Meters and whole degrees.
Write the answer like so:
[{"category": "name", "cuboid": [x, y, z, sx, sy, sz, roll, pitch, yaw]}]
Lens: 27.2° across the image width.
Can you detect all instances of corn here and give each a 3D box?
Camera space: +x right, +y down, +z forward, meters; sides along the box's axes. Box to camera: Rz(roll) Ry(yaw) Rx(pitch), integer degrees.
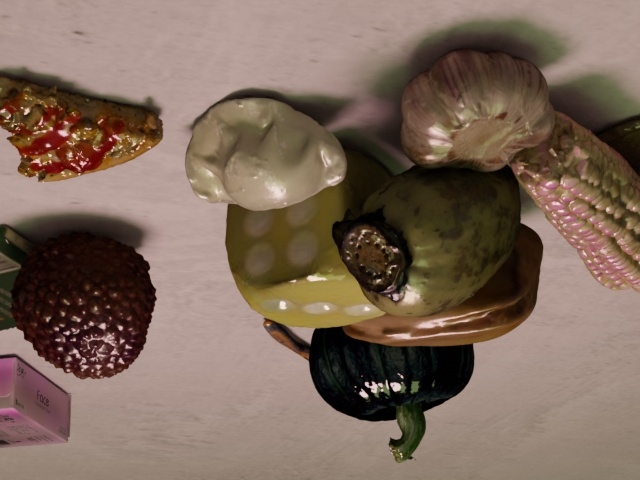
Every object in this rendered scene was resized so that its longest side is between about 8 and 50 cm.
[{"category": "corn", "cuboid": [0.320, -0.045, 1.522, 0.126, 0.127, 0.335, -15, 146, 27]}]

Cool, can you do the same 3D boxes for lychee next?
[{"category": "lychee", "cuboid": [-0.308, 0.081, 1.706, 0.188, 0.188, 0.188, -2, 157, -1]}]

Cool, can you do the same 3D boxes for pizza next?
[{"category": "pizza", "cuboid": [-0.283, -0.115, 1.409, 0.188, 0.062, 0.199, -19, 150, 29]}]

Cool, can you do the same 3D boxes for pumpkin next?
[{"category": "pumpkin", "cuboid": [0.112, 0.204, 1.951, 0.248, 0.248, 0.248, -2, 157, -1]}]

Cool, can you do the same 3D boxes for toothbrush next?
[{"category": "toothbrush", "cuboid": [-0.022, 0.187, 2.171, 0.023, 0.031, 0.321, -20, 149, 16]}]

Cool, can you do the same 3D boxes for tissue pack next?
[{"category": "tissue pack", "cuboid": [-0.535, 0.280, 2.252, 0.148, 0.093, 0.246, -5, 157, 9]}]

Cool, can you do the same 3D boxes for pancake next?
[{"category": "pancake", "cuboid": [0.391, -0.098, 1.562, 0.199, 0.021, 0.199, -1, 156, 0]}]

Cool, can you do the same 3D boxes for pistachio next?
[{"category": "pistachio", "cuboid": [0.148, 0.046, 1.658, 0.260, 0.213, 0.163, -6, 119, 16]}]

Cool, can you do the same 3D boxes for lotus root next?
[{"category": "lotus root", "cuboid": [0.139, -0.020, 1.467, 0.173, 0.173, 0.309, -21, -174, 36]}]

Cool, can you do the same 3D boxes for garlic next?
[{"category": "garlic", "cuboid": [0.155, -0.135, 1.357, 0.159, 0.102, 0.147, -18, 141, 7]}]

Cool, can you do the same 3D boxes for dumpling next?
[{"category": "dumpling", "cuboid": [-0.063, -0.102, 1.442, 0.169, 0.100, 0.134, 6, 129, 39]}]

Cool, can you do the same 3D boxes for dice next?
[{"category": "dice", "cuboid": [0.000, 0.000, 1.562, 0.166, 0.169, 0.169, -16, 153, 28]}]

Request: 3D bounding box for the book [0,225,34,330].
[{"category": "book", "cuboid": [-0.522, 0.074, 1.850, 0.370, 0.043, 0.260, -12, 153, 18]}]
